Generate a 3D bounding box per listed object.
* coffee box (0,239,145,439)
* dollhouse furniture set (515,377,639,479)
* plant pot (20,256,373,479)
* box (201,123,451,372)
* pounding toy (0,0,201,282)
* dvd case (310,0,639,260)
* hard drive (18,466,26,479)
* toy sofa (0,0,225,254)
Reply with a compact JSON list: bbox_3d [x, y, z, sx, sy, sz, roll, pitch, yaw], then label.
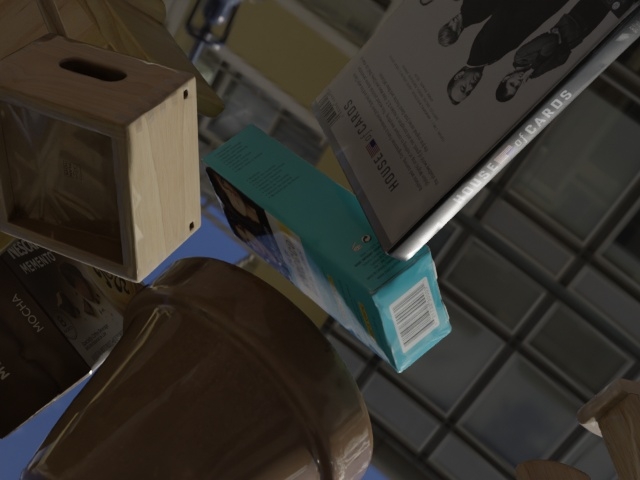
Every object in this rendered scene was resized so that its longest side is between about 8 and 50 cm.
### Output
[{"bbox_3d":[-0.293,0.071,1.124,0.168,0.118,0.297,53,-171,-3],"label":"coffee box"},{"bbox_3d":[0.152,0.263,0.727,0.286,0.303,0.198,16,-139,-28],"label":"dollhouse furniture set"},{"bbox_3d":[-0.123,0.180,0.908,0.263,0.263,0.229,40,-127,14],"label":"plant pot"},{"bbox_3d":[0.000,0.000,0.880,0.060,0.101,0.244,-37,-135,-17],"label":"box"},{"bbox_3d":[-0.145,-0.071,0.654,0.141,0.130,0.100,19,-141,21],"label":"pounding toy"},{"bbox_3d":[0.102,-0.125,0.764,0.029,0.239,0.179,24,-150,-40],"label":"dvd case"},{"bbox_3d":[-0.282,0.373,1.176,0.054,0.255,0.172,-6,-137,18],"label":"hard drive"},{"bbox_3d":[-0.270,-0.070,0.812,0.177,0.362,0.150,53,-171,9],"label":"toy sofa"}]
